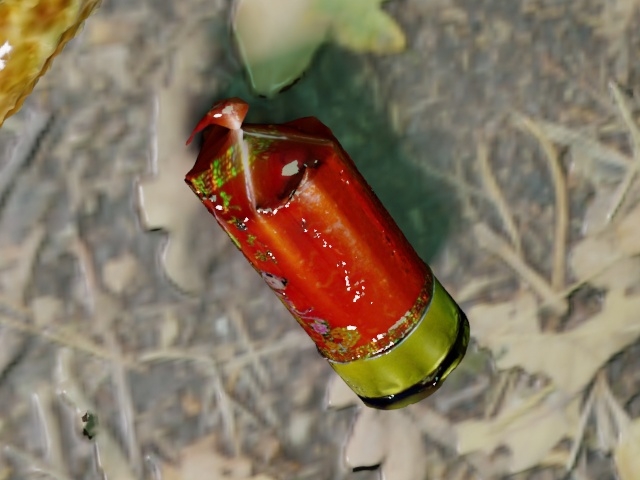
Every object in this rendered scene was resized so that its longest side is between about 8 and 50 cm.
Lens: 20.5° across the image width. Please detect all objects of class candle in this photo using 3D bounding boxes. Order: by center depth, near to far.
[{"bbox_3d":[0.000,0.000,0.605,0.052,0.052,0.130,-46,123,-12],"label":"candle"}]

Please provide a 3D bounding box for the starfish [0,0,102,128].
[{"bbox_3d":[-0.043,-0.179,0.378,0.383,0.132,0.398,102,13,-60],"label":"starfish"}]
